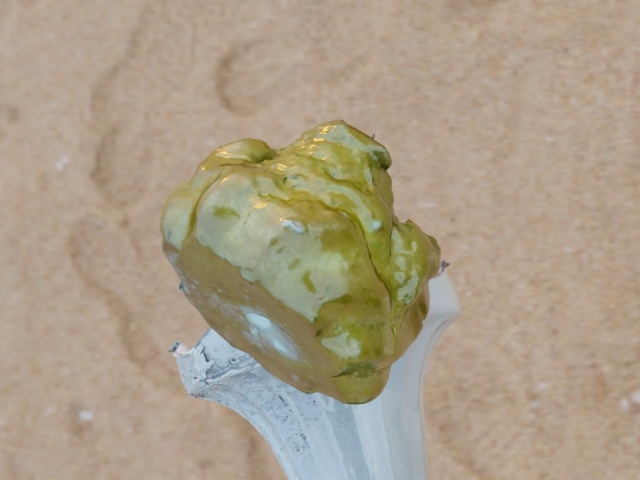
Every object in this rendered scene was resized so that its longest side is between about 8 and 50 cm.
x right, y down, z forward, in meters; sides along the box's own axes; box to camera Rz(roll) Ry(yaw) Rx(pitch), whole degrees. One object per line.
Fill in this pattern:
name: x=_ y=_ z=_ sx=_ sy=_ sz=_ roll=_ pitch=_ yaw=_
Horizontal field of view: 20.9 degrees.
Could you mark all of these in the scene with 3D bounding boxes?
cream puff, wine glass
cream puff: x=0.000 y=0.000 z=0.820 sx=0.146 sy=0.116 sz=0.146 roll=34 pitch=156 yaw=18
wine glass: x=0.019 y=0.125 z=0.948 sx=0.165 sy=0.165 sz=0.196 roll=-23 pitch=77 yaw=37
